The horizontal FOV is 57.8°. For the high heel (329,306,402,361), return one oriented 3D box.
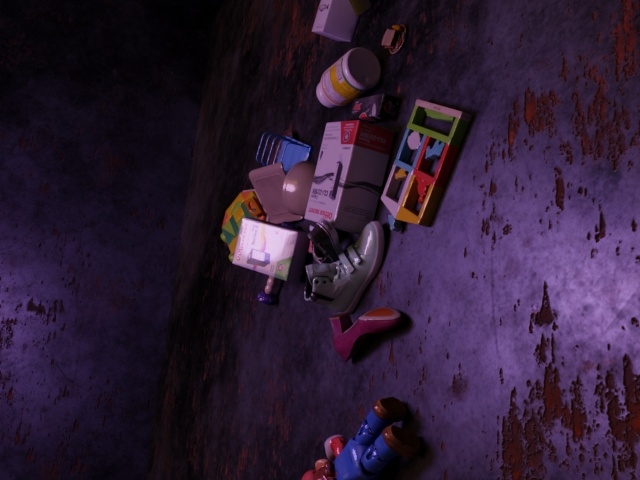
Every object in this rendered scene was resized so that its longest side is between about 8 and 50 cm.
[{"bbox_3d":[0.109,0.221,1.319,0.244,0.082,0.117,-16,92,49],"label":"high heel"}]

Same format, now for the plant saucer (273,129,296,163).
[{"bbox_3d":[-0.125,-0.314,2.097,0.168,0.029,0.169,-41,42,52],"label":"plant saucer"}]

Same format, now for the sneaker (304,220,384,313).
[{"bbox_3d":[0.051,0.059,1.400,0.256,0.151,0.094,-67,25,20],"label":"sneaker"}]

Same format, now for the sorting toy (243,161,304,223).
[{"bbox_3d":[-0.138,-0.155,1.902,0.347,0.047,0.196,-7,110,48],"label":"sorting toy"}]

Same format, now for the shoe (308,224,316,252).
[{"bbox_3d":[0.000,0.000,1.593,0.178,0.063,0.081,-33,-48,-86],"label":"shoe"}]

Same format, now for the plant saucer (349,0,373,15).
[{"bbox_3d":[0.134,-0.759,1.653,0.188,0.045,0.188,-11,-63,-77],"label":"plant saucer"}]

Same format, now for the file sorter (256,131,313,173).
[{"bbox_3d":[-0.127,-0.289,1.955,0.170,0.104,0.118,33,108,50],"label":"file sorter"}]

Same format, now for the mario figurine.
[{"bbox_3d":[0.090,0.474,1.208,0.321,0.170,0.198,-53,-3,24],"label":"mario figurine"}]

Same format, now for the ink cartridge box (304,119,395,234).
[{"bbox_3d":[0.070,-0.162,1.506,0.197,0.114,0.273,19,98,65],"label":"ink cartridge box"}]

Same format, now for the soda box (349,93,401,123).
[{"bbox_3d":[0.140,-0.342,1.516,0.169,0.053,0.060,18,95,66],"label":"soda box"}]

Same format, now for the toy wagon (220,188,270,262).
[{"bbox_3d":[-0.244,-0.034,2.084,0.267,0.068,0.344,-49,44,21],"label":"toy wagon"}]

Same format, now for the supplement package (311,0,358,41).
[{"bbox_3d":[0.060,-0.723,1.804,0.105,0.105,0.180,40,115,62],"label":"supplement package"}]

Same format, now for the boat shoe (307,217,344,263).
[{"bbox_3d":[0.010,0.019,1.471,0.070,0.219,0.078,-42,62,-10],"label":"boat shoe"}]

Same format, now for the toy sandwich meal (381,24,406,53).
[{"bbox_3d":[0.194,-0.530,1.518,0.085,0.029,0.086,-40,44,53],"label":"toy sandwich meal"}]

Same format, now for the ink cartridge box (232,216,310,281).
[{"bbox_3d":[-0.152,0.026,1.790,0.212,0.093,0.155,16,95,29],"label":"ink cartridge box"}]

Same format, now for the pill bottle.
[{"bbox_3d":[0.071,-0.450,1.637,0.208,0.117,0.118,-16,64,62],"label":"pill bottle"}]

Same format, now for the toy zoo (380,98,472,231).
[{"bbox_3d":[0.219,-0.155,1.287,0.192,0.030,0.294,45,120,61],"label":"toy zoo"}]

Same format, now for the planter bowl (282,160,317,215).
[{"bbox_3d":[-0.015,-0.140,1.656,0.109,0.162,0.162,18,96,39],"label":"planter bowl"}]

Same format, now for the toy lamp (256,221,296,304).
[{"bbox_3d":[-0.138,0.074,1.887,0.080,0.080,0.275,-136,59,-62],"label":"toy lamp"}]
